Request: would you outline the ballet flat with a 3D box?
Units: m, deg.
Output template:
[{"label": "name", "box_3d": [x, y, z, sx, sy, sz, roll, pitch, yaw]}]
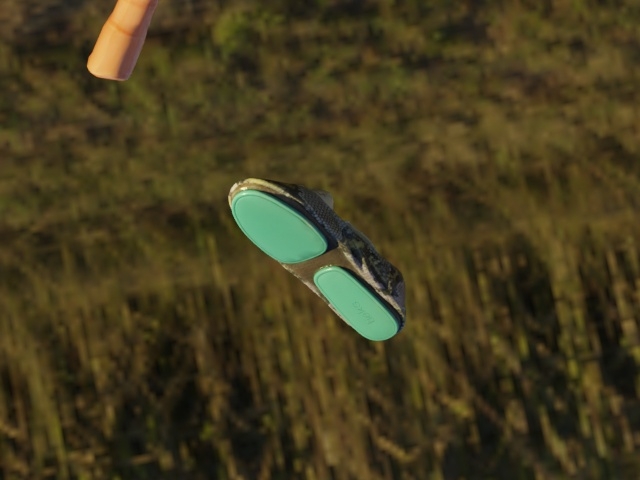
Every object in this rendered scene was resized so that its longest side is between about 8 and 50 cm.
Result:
[{"label": "ballet flat", "box_3d": [0.000, 0.000, 0.801, 0.041, 0.041, 0.114, -17, 132, 37]}]

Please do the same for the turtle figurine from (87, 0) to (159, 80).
[{"label": "turtle figurine", "box_3d": [-0.097, -0.185, 0.430, 0.087, 0.269, 0.217, -13, -153, -21]}]
